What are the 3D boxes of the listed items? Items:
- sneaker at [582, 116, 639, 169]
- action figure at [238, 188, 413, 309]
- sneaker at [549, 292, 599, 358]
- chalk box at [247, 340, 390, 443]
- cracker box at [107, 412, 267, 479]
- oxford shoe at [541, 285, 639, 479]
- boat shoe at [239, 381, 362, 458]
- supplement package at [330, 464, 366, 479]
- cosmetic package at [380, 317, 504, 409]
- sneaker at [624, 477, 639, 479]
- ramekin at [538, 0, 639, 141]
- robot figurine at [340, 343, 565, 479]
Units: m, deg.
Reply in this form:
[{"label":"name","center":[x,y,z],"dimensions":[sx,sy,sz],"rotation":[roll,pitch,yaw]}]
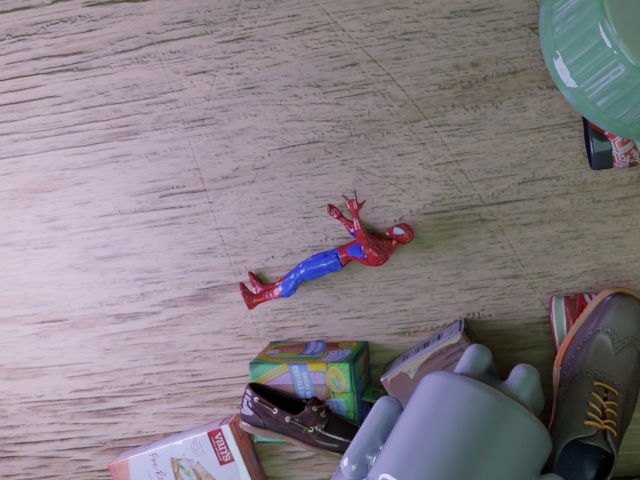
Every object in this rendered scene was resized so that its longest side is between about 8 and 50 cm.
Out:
[{"label":"sneaker","center":[0.439,-0.239,1.521],"dimensions":[0.145,0.090,0.270],"rotation":[-7,96,8]},{"label":"action figure","center":[0.000,0.000,1.653],"dimensions":[0.280,0.091,0.139],"rotation":[-17,103,15]},{"label":"sneaker","center":[0.414,0.184,1.591],"dimensions":[0.128,0.087,0.221],"rotation":[-9,98,16]},{"label":"chalk box","center":[0.010,0.232,1.669],"dimensions":[0.213,0.132,0.132],"rotation":[-3,98,13]},{"label":"cracker box","center":[-0.214,0.397,1.779],"dimensions":[0.232,0.067,0.155],"rotation":[-21,94,15]},{"label":"oxford shoe","center":[0.386,0.239,1.493],"dimensions":[0.130,0.133,0.363],"rotation":[19,86,-5]},{"label":"boat shoe","center":[-0.020,0.262,1.574],"dimensions":[0.207,0.073,0.073],"rotation":[13,104,11]},{"label":"supplement package","center":[0.141,0.436,1.631],"dimensions":[0.145,0.204,0.262],"rotation":[-34,89,15]},{"label":"cosmetic package","center":[0.231,0.285,1.622],"dimensions":[0.153,0.129,0.296],"rotation":[-34,91,9]},{"label":"sneaker","center":[0.487,0.389,1.610],"dimensions":[0.282,0.153,0.099],"rotation":[-14,91,-16]},{"label":"ramekin","center":[0.454,-0.292,1.408],"dimensions":[0.303,0.148,0.303],"rotation":[2,80,-10]},{"label":"robot figurine","center":[0.174,0.316,1.428],"dimensions":[0.300,0.200,0.353],"rotation":[21,68,32]}]
